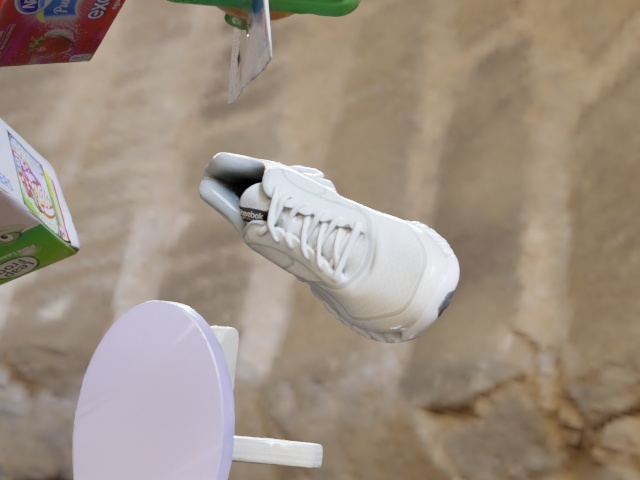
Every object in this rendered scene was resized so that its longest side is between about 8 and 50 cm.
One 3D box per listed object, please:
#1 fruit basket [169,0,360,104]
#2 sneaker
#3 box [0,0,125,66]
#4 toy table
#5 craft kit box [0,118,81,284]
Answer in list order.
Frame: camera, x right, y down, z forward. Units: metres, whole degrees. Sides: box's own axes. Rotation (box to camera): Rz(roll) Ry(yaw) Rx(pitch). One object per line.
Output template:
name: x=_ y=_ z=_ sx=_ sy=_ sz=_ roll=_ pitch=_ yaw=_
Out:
fruit basket: x=-0.059 y=-0.280 z=1.434 sx=0.353 sy=0.165 sz=0.327 roll=179 pitch=-85 yaw=-78
sneaker: x=0.000 y=0.000 z=1.598 sx=0.292 sy=0.118 sz=0.110 roll=28 pitch=-90 yaw=49
box: x=-0.237 y=-0.270 z=1.674 sx=0.257 sy=0.122 sz=0.128 roll=-47 pitch=-125 yaw=54
toy table: x=-0.142 y=0.207 z=1.971 sx=0.161 sy=0.252 sz=0.274 roll=15 pitch=91 yaw=-65
craft kit box: x=-0.253 y=0.000 z=0.774 sx=0.246 sy=0.250 sz=0.061 roll=59 pitch=10 yaw=-70
